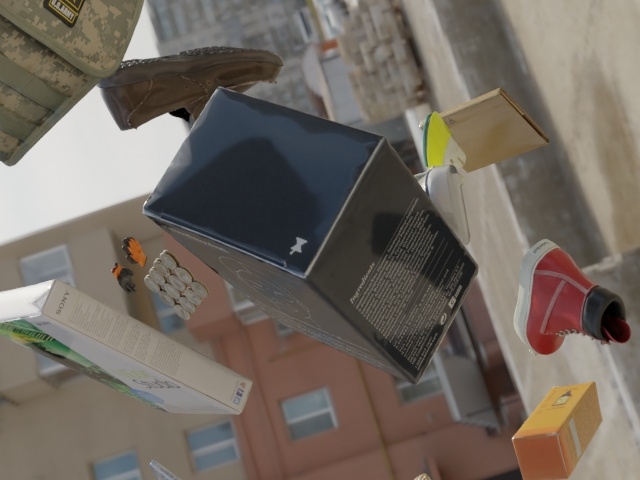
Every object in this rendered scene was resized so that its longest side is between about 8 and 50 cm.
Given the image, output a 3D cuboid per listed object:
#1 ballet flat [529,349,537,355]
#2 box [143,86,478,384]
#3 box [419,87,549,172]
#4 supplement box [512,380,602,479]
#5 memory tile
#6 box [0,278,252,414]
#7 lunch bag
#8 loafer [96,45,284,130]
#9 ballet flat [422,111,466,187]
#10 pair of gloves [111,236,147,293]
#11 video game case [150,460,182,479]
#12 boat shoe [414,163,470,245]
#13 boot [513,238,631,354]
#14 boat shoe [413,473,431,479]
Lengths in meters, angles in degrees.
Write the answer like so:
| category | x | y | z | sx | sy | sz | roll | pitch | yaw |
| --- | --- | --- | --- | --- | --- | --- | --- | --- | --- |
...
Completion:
| category | x | y | z | sx | sy | sz | roll | pitch | yaw |
| --- | --- | --- | --- | --- | --- | --- | --- | --- | --- |
| ballet flat | 0.463 | 0.226 | 2.343 | 0.114 | 0.041 | 0.041 | 64 | -172 | -57 |
| box | 0.000 | 0.000 | 1.534 | 0.293 | 0.212 | 0.395 | 21 | 166 | 34 |
| box | 0.323 | -0.213 | 2.149 | 0.164 | 0.201 | 0.021 | 38 | -130 | -31 |
| supplement box | 0.374 | 0.294 | 1.696 | 0.233 | 0.078 | 0.080 | -30 | -75 | -59 |
| memory tile | -0.257 | 0.080 | 1.939 | 0.113 | 0.012 | 0.148 | 42 | 146 | -1 |
| box | -0.285 | 0.155 | 1.504 | 0.322 | 0.232 | 0.058 | 33 | -115 | -28 |
| lunch bag | -0.366 | -0.261 | 1.271 | 0.235 | 0.287 | 0.169 | 35 | -163 | -54 |
| loafer | -0.230 | -0.270 | 1.942 | 0.134 | 0.366 | 0.130 | 19 | 118 | 55 |
| ballet flat | 0.224 | -0.132 | 1.962 | 0.077 | 0.077 | 0.231 | -61 | -22 | -44 |
| pair of gloves | -0.304 | 0.040 | 1.739 | 0.074 | 0.010 | 0.083 | 61 | -143 | -52 |
| video game case | -0.245 | 0.487 | 2.050 | 0.166 | 0.015 | 0.119 | 29 | 152 | 25 |
| boat shoe | 0.162 | -0.047 | 1.810 | 0.367 | 0.156 | 0.136 | -2 | -98 | -81 |
| boot | 0.379 | 0.129 | 1.617 | 0.176 | 0.088 | 0.244 | 41 | 158 | 33 |
| boat shoe | 0.242 | 0.592 | 2.402 | 0.059 | 0.063 | 0.170 | 46 | -155 | -25 |
